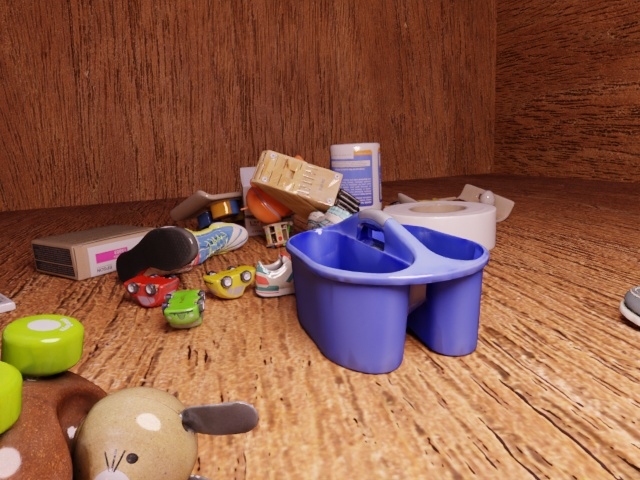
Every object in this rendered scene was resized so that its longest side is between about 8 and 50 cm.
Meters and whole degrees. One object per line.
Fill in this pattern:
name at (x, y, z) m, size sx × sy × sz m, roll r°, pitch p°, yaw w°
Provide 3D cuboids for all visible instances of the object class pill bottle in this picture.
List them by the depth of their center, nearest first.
pill bottle at (0.108, -0.155, 1.358) m, size 0.153 × 0.271 × 0.152 m, roll -3°, pitch 12°, yaw 1°

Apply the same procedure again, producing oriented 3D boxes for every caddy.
caddy at (0.085, 0.043, 0.659) m, size 0.242 × 0.179 × 0.341 m, roll -8°, pitch 13°, yaw -18°

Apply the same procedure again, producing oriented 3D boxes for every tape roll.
tape roll at (0.305, -0.037, 1.170) m, size 0.287 × 0.100 × 0.286 m, roll -4°, pitch 12°, yaw 1°

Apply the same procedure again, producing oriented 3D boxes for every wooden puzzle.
wooden puzzle at (-0.311, -0.108, 1.586) m, size 0.348 × 0.080 × 0.322 m, roll -7°, pitch -6°, yaw -37°

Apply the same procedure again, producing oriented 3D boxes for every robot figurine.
robot figurine at (-0.115, -0.135, 1.243) m, size 0.219 × 0.128 × 0.158 m, roll -41°, pitch 0°, yaw 6°

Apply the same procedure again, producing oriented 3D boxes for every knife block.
knife block at (-0.030, -0.107, 1.161) m, size 0.276 × 0.088 × 0.242 m, roll 18°, pitch -16°, yaw 0°

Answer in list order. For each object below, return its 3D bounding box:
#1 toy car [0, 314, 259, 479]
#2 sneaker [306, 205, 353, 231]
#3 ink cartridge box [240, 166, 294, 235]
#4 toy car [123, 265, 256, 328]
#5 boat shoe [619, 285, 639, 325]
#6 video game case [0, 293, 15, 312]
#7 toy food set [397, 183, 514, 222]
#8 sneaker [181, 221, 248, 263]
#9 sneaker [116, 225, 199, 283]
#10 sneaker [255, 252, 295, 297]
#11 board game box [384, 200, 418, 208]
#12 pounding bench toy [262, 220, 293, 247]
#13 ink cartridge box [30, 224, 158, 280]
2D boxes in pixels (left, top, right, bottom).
toy car at (-0.141, 0.153, 0.307) m, size 0.189 × 0.154 × 0.149 m, roll 9°, pitch 11°, yaw -4°
sneaker at (0.000, 0.000, 1.056) m, size 0.110 × 0.122 × 0.283 m, roll 36°, pitch -13°, yaw -5°
ink cartridge box at (-0.162, -0.121, 1.405) m, size 0.161 × 0.219 × 0.092 m, roll -6°, pitch 48°, yaw -10°
toy car at (-0.225, 0.101, 0.768) m, size 0.239 × 0.053 × 0.225 m, roll -6°, pitch 12°, yaw -9°
boat shoe at (0.526, 0.086, 0.518) m, size 0.116 × 0.098 × 0.319 m, roll -10°, pitch 14°, yaw -29°
video game case at (-0.678, 0.128, 0.846) m, size 0.157 × 0.019 × 0.143 m, roll 7°, pitch 15°, yaw 41°
toy food set at (0.434, -0.127, 1.459) m, size 0.306 × 0.092 × 0.220 m, roll -8°, pitch 27°, yaw -25°
sneaker at (-0.289, 0.021, 1.146) m, size 0.240 × 0.091 × 0.126 m, roll -9°, pitch 31°, yaw -25°
sneaker at (-0.302, 0.021, 0.949) m, size 0.270 × 0.090 × 0.145 m, roll -20°, pitch -3°, yaw 38°
sneaker at (-0.048, 0.059, 0.859) m, size 0.162 × 0.075 × 0.057 m, roll -8°, pitch 13°, yaw -19°
board game box at (0.339, -0.113, 1.643) m, size 0.171 × 0.048 × 0.141 m, roll 4°, pitch 16°, yaw 30°
pounding bench toy at (-0.108, -0.016, 1.253) m, size 0.083 × 0.065 × 0.052 m, roll -13°, pitch 1°, yaw -38°
ink cartridge box at (-0.565, 0.023, 1.149) m, size 0.193 × 0.088 × 0.235 m, roll 6°, pitch 14°, yaw 33°
